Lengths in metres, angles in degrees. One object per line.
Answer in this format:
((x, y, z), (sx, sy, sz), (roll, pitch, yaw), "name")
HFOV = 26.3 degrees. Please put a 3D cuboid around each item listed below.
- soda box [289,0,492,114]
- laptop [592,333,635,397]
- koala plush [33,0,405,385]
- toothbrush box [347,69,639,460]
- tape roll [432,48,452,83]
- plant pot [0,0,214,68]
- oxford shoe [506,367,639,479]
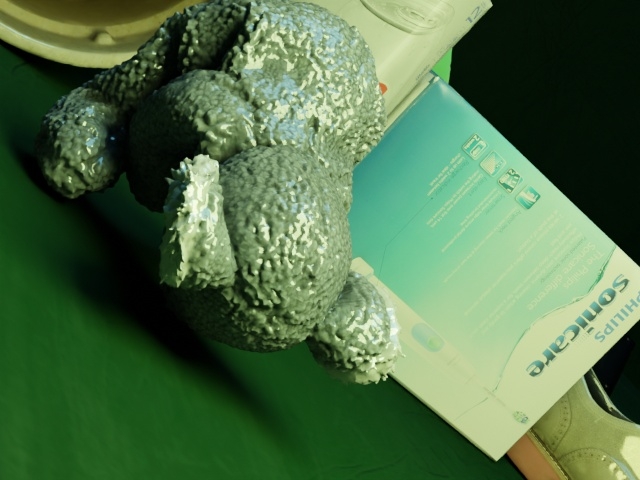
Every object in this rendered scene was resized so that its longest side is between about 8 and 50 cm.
((-0.003, -0.122, 1.070), (0.098, 0.286, 0.091), (47, 8, 18), "soda box")
((0.147, 0.081, 1.620), (0.382, 0.236, 0.408), (43, 33, 2), "laptop")
((-0.041, -0.021, 0.797), (0.196, 0.203, 0.221), (38, 21, -30), "koala plush")
((0.115, 0.014, 1.196), (0.295, 0.216, 0.126), (40, 9, -19), "toothbrush box")
((0.034, -0.195, 1.349), (0.077, 0.321, 0.321), (1, 24, -18), "tape roll")
((-0.211, -0.329, 1.189), (0.334, 0.334, 0.305), (40, -3, -21), "plant pot")
((0.300, 0.238, 1.237), (0.348, 0.130, 0.123), (47, 9, 26), "oxford shoe")
